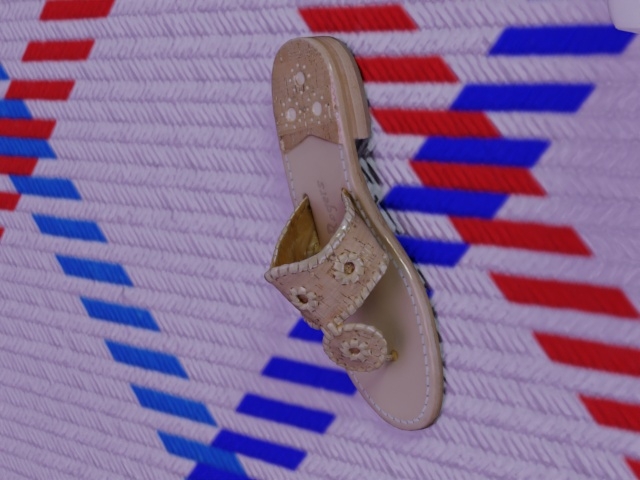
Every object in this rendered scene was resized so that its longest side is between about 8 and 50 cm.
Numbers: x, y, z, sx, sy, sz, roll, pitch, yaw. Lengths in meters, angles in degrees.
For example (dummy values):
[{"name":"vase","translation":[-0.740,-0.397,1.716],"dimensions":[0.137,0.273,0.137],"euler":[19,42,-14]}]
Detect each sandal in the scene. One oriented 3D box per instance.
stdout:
[{"name":"sandal","translation":[-0.004,0.001,0.877],"dimensions":[0.088,0.079,0.240],"euler":[-17,85,49]}]

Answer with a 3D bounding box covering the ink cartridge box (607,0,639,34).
[{"name":"ink cartridge box","translation":[0.242,-0.221,0.522],"dimensions":[0.207,0.119,0.353],"euler":[29,118,40]}]
